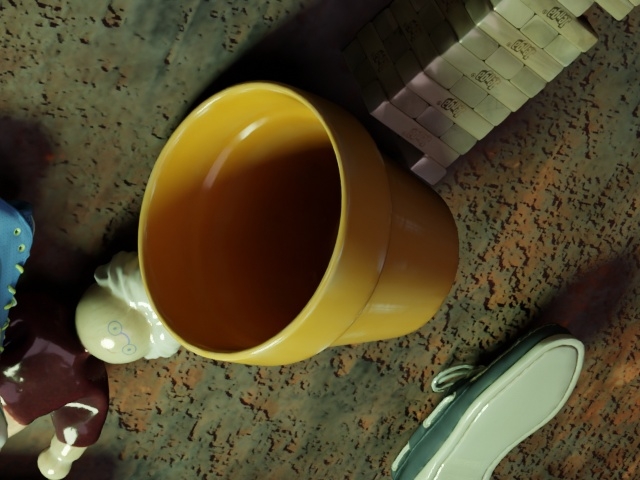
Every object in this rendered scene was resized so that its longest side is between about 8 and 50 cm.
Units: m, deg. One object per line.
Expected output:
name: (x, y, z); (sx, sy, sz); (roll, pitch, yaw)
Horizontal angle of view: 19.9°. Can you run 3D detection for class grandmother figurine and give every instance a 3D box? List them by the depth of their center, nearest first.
grandmother figurine: (-0.249, 0.115, 1.445); (0.342, 0.104, 0.208); (-29, 132, 9)

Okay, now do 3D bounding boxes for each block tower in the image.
block tower: (0.162, -0.192, 1.321); (0.335, 0.091, 0.097); (-43, 130, 19)

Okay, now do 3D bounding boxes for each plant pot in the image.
plant pot: (0.000, 0.000, 1.378); (0.188, 0.205, 0.205); (15, 125, -48)

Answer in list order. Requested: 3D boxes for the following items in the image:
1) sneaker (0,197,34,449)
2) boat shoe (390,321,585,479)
sneaker: (-0.252, 0.040, 1.345); (0.126, 0.091, 0.240); (-24, 110, -12)
boat shoe: (0.143, 0.156, 1.635); (0.095, 0.079, 0.254); (9, 129, -29)
